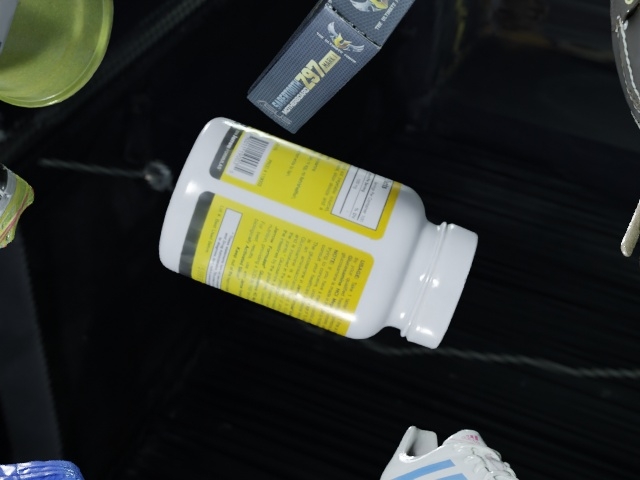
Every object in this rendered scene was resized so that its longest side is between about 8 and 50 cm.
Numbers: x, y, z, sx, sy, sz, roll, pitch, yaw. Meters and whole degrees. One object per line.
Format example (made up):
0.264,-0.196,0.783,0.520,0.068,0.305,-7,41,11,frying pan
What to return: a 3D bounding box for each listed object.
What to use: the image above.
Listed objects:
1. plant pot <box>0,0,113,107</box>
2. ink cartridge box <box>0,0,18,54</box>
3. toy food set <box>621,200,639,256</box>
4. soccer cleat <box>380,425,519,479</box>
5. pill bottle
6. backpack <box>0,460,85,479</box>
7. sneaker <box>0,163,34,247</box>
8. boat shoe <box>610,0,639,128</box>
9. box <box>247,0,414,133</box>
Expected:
-0.458,-0.310,1.727,0.254,0.276,0.276,-18,-56,-65,plant pot
-0.462,-0.219,1.524,0.093,0.154,0.212,-73,6,-76,ink cartridge box
0.467,0.038,1.749,0.192,0.038,0.132,57,-135,-31,toy food set
0.194,0.307,1.591,0.116,0.331,0.143,29,-102,-37,soccer cleat
0.000,0.000,1.495,0.188,0.334,0.188,21,-90,-88,pill bottle
-0.273,0.264,1.231,0.120,0.101,0.098,-4,-79,-21,backpack
-0.446,-0.002,1.714,0.208,0.081,0.094,-50,-26,10,sneaker
0.211,-0.168,0.798,0.068,0.081,0.228,34,-124,-47,boat shoe
0.047,-0.215,1.082,0.233,0.059,0.183,-56,10,-26,box
